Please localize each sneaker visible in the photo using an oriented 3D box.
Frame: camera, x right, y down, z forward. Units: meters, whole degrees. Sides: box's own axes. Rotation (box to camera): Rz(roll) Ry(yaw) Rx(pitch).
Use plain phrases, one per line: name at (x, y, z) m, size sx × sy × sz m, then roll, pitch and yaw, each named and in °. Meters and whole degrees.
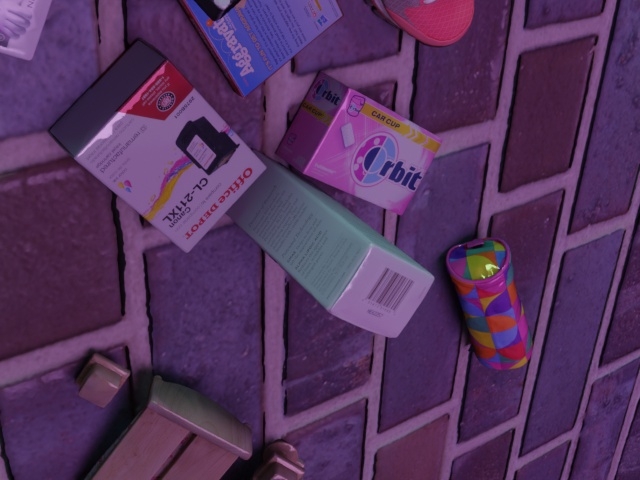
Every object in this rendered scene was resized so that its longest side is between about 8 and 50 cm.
sneaker at (0.103, -0.309, 0.878) m, size 0.116 × 0.136 × 0.314 m, roll -41°, pitch 135°, yaw -8°

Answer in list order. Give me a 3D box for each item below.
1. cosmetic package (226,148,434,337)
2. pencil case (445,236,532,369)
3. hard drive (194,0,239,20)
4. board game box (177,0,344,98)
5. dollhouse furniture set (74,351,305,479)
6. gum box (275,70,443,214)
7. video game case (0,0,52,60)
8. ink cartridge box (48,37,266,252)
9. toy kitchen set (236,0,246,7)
cosmetic package at (0.000, 0.000, 0.927) m, size 0.117 × 0.231 × 0.085 m, roll 28°, pitch 98°, yaw -45°
pencil case at (0.255, 0.096, 1.295) m, size 0.104 × 0.104 × 0.236 m, roll -37°, pitch 136°, yaw -14°
hard drive at (-0.039, -0.376, 0.691) m, size 0.339 × 0.064 × 0.237 m, roll -43°, pitch 102°, yaw -6°
board game box at (-0.086, -0.283, 0.821) m, size 0.145 × 0.027 × 0.281 m, roll -42°, pitch 135°, yaw -10°
dollhouse furniture set at (-0.201, 0.304, 1.105) m, size 0.355 × 0.174 × 0.303 m, roll 34°, pitch 108°, yaw -17°
gum box at (0.053, -0.109, 1.020) m, size 0.188 × 0.062 × 0.107 m, roll 20°, pitch 104°, yaw -44°
video game case at (-0.292, -0.249, 0.682) m, size 0.190 × 0.022 × 0.173 m, roll 11°, pitch 109°, yaw -42°
ink cartridge box at (-0.155, -0.089, 0.859) m, size 0.127 × 0.072 × 0.175 m, roll -48°, pitch 135°, yaw -4°
toy kitchen set at (-0.085, -0.254, 0.772) m, size 0.075 × 0.068 × 0.083 m, roll 2°, pitch 116°, yaw -39°
